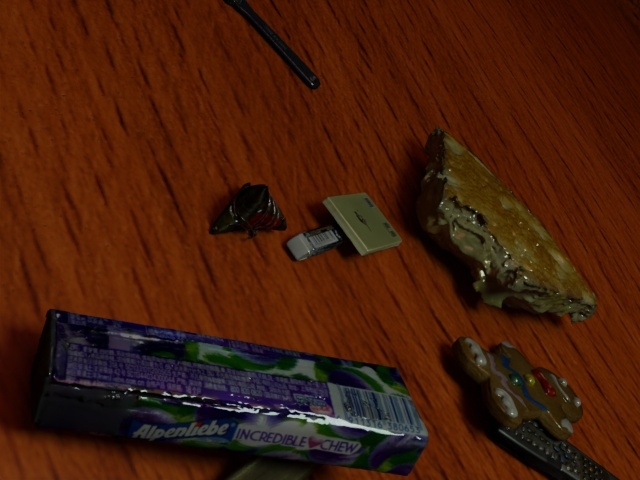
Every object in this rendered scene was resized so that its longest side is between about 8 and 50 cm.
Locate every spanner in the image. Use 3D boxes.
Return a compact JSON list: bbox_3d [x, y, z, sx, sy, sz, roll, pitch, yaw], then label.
[{"bbox_3d":[-0.072,-0.281,1.157,0.208,0.012,0.046,47,35,2],"label":"spanner"}]

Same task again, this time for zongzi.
[{"bbox_3d":[-0.080,-0.027,0.882,0.067,0.073,0.083,53,-3,10],"label":"zongzi"}]

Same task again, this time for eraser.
[{"bbox_3d":[0.000,0.000,0.950,0.027,0.019,0.099,53,34,13],"label":"eraser"}]

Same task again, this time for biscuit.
[{"bbox_3d":[0.238,0.166,0.989,0.205,0.031,0.138,21,28,-41],"label":"biscuit"}]

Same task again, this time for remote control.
[{"bbox_3d":[0.271,0.249,0.969,0.212,0.028,0.059,36,41,-12],"label":"remote control"}]

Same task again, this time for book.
[{"bbox_3d":[0.049,-0.020,1.004,0.077,0.014,0.111,53,24,12],"label":"book"}]

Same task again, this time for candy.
[{"bbox_3d":[-0.065,0.123,0.682,0.312,0.061,0.088,14,30,-22],"label":"candy"}]

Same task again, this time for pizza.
[{"bbox_3d":[0.215,-0.002,1.105,0.323,0.089,0.223,49,30,9],"label":"pizza"}]

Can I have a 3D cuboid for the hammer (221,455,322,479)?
[{"bbox_3d":[-0.092,0.214,0.635,0.168,0.044,0.440,50,37,8],"label":"hammer"}]
